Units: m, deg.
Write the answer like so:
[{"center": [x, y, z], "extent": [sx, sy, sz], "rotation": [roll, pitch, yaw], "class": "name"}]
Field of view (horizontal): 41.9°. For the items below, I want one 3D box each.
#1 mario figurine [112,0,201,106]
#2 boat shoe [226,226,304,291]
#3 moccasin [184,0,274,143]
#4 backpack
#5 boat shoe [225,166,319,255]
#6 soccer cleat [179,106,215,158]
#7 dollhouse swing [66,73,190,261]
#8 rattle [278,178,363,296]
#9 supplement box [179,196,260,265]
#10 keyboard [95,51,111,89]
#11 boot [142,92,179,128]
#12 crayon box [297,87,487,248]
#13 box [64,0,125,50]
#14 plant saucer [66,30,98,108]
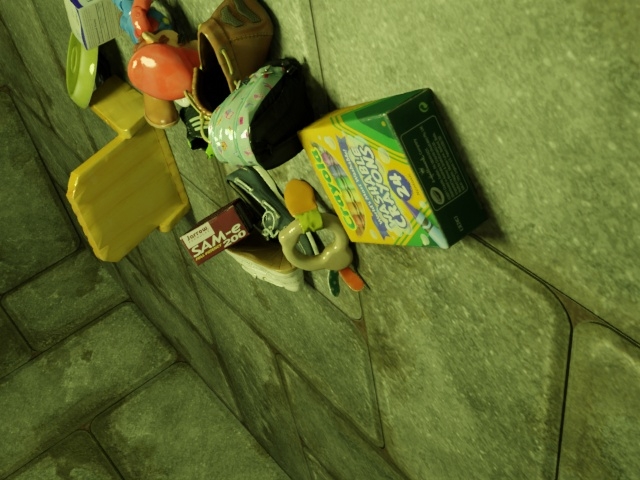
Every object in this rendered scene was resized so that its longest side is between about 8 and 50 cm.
[{"center": [-0.292, -0.388, 1.606], "extent": [0.198, 0.170, 0.320], "rotation": [27, -155, -48], "class": "mario figurine"}, {"center": [-0.136, 0.046, 1.892], "extent": [0.277, 0.098, 0.096], "rotation": [30, 146, 46], "class": "boat shoe"}, {"center": [-0.168, -0.259, 1.457], "extent": [0.139, 0.147, 0.380], "rotation": [51, 158, 9], "class": "moccasin"}, {"center": [-0.091, -0.187, 1.330], "extent": [0.115, 0.182, 0.152], "rotation": [2, 131, 34], "class": "backpack"}, {"center": [-0.097, -0.049, 1.697], "extent": [0.254, 0.079, 0.095], "rotation": [54, 160, 7], "class": "boat shoe"}, {"center": [-0.265, -0.235, 1.802], "extent": [0.179, 0.072, 0.060], "rotation": [40, 153, 37], "class": "soccer cleat"}, {"center": [-0.546, -0.174, 2.178], "extent": [0.315, 0.305, 0.347], "rotation": [38, 153, 39], "class": "dollhouse swing"}, {"center": [0.000, 0.000, 1.583], "extent": [0.199, 0.130, 0.143], "rotation": [39, -176, -38], "class": "rattle"}, {"center": [-0.207, -0.027, 1.775], "extent": [0.073, 0.130, 0.239], "rotation": [59, -174, -6], "class": "supplement box"}, {"center": [-0.599, -0.452, 2.279], "extent": [0.108, 0.023, 0.180], "rotation": [43, 155, 16], "class": "keyboard"}, {"center": [-0.362, -0.347, 1.808], "extent": [0.152, 0.073, 0.197], "rotation": [90, 157, -46], "class": "boot"}, {"center": [0.084, -0.098, 1.239], "extent": [0.203, 0.083, 0.323], "rotation": [62, 158, -14], "class": "crayon box"}, {"center": [-0.460, -0.491, 1.765], "extent": [0.072, 0.137, 0.126], "rotation": [49, 158, 20], "class": "box"}, {"center": [-0.599, -0.450, 2.086], "extent": [0.241, 0.037, 0.241], "rotation": [-12, 77, 63], "class": "plant saucer"}]
